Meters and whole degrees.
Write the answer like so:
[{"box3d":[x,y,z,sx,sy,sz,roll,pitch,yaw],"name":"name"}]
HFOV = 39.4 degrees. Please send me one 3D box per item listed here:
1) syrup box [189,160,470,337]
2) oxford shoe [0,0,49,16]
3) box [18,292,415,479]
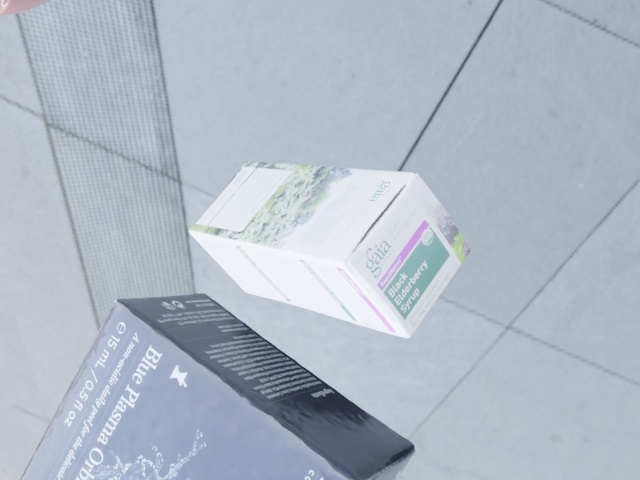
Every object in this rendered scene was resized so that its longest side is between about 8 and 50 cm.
[{"box3d":[0.000,0.000,0.753,0.236,0.093,0.096,11,147,52],"name":"syrup box"},{"box3d":[-0.193,-0.253,0.541,0.348,0.130,0.123,54,147,29],"name":"oxford shoe"},{"box3d":[-0.063,0.134,0.471,0.158,0.093,0.156,33,100,20],"name":"box"}]
